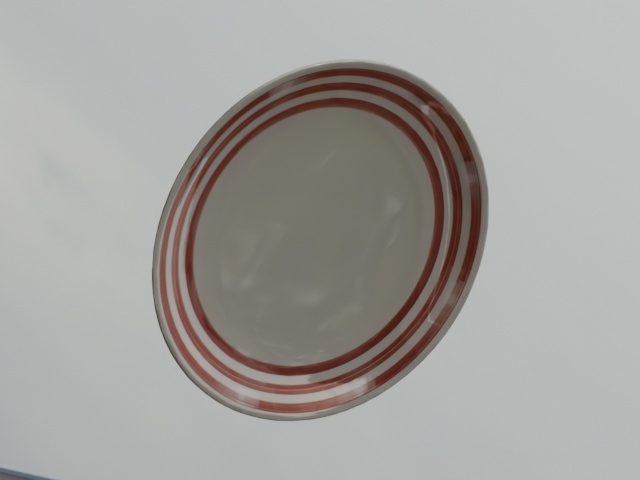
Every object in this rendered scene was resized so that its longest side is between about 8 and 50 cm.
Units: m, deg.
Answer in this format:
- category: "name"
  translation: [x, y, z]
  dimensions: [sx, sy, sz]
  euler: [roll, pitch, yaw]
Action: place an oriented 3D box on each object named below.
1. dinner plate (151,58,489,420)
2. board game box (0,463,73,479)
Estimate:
- category: "dinner plate"
  translation: [0.000, 0.000, 0.686]
  dimensions: [0.017, 0.141, 0.141]
  euler: [33, -20, 56]
- category: "board game box"
  translation: [-0.193, 0.238, 0.746]
  dimensions: [0.318, 0.318, 0.066]
  euler: [11, -9, 16]
